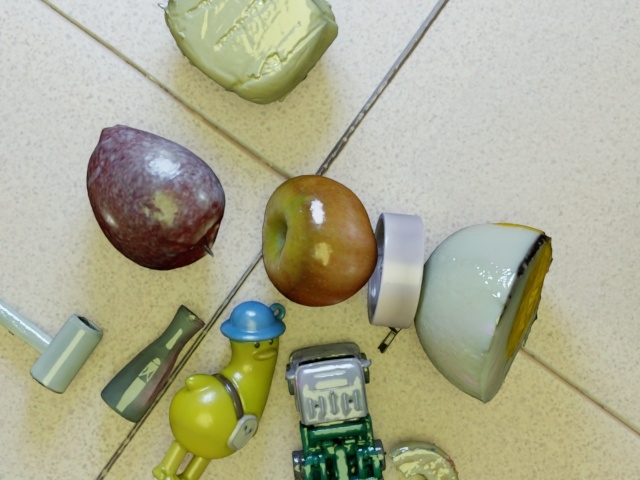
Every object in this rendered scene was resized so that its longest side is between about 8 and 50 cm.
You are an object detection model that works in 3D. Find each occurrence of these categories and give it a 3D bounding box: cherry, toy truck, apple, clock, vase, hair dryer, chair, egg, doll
[{"bbox_3d":[-0.278,-0.070,1.627,0.203,0.230,0.300,-39,80,-14],"label":"cherry"},{"bbox_3d":[0.034,0.366,1.700,0.176,0.178,0.363,-8,91,-3],"label":"toy truck"},{"bbox_3d":[0.000,0.000,1.658,0.173,0.210,0.235,5,69,-26],"label":"apple"},{"bbox_3d":[0.128,0.051,1.674,0.068,0.197,0.197,7,93,-3],"label":"clock"},{"bbox_3d":[-0.290,0.213,1.717,0.086,0.086,0.214,39,86,-5],"label":"vase"},{"bbox_3d":[-0.511,0.149,1.711,0.236,0.073,0.131,35,89,4],"label":"hair dryer"},{"bbox_3d":[0.123,0.159,1.760,0.042,0.037,0.086,39,86,-17],"label":"chair"},{"bbox_3d":[0.258,0.105,1.658,0.201,0.337,0.337,19,92,23],"label":"egg"},{"bbox_3d":[-0.161,0.269,1.711,0.199,0.145,0.363,38,79,-44],"label":"doll"}]

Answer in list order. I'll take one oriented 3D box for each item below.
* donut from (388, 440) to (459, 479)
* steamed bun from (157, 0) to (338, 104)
[{"bbox_3d":[0.196,0.433,1.768,0.108,0.065,0.166,-22,94,-3],"label":"donut"},{"bbox_3d":[-0.121,-0.372,1.651,0.273,0.166,0.232,38,102,0],"label":"steamed bun"}]
